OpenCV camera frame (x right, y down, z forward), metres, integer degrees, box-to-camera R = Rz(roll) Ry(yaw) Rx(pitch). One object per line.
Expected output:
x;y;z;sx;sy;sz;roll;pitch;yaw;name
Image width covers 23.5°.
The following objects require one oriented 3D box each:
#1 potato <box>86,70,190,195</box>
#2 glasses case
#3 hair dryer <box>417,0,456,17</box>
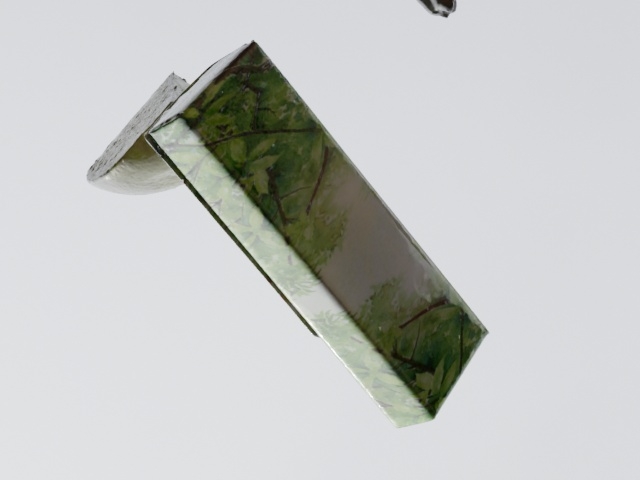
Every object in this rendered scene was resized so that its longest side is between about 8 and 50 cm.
-0.129;-0.063;1.280;0.120;0.081;0.149;-50;-166;8;potato
0.000;0.000;1.056;0.062;0.272;0.095;-22;-157;48;glasses case
0.024;-0.166;0.491;0.195;0.075;0.219;-15;-111;2;hair dryer
